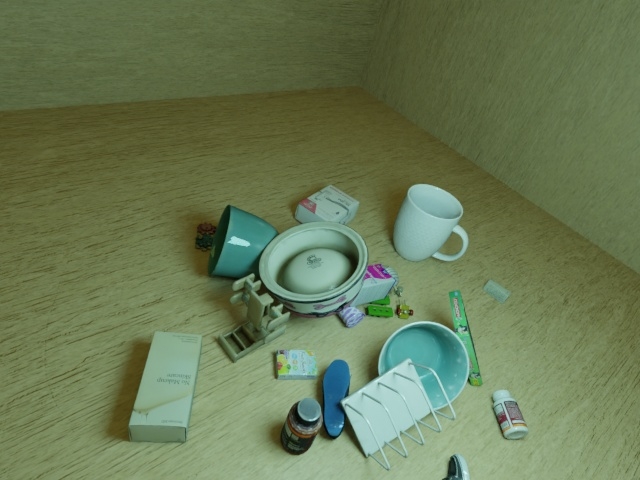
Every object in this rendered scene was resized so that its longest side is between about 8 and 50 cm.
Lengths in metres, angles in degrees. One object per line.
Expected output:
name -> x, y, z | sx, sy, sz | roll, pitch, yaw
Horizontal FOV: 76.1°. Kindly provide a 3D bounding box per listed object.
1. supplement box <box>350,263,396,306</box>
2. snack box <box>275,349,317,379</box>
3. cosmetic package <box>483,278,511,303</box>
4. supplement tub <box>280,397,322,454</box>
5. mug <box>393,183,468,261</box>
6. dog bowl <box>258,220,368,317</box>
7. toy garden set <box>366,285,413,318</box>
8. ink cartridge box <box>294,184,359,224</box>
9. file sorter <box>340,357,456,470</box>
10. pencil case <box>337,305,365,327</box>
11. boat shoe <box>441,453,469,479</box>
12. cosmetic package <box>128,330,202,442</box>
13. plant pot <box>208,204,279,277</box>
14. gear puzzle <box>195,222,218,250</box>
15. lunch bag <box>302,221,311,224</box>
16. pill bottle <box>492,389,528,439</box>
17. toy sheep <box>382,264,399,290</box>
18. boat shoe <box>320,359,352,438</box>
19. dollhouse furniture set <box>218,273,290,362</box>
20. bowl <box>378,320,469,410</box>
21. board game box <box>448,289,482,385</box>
supplement box -> 0.188, 0.182, 1.692 | 0.220, 0.114, 0.111 | -7, 43, -41
snack box -> -0.087, 0.441, 1.457 | 0.141, 0.037, 0.100 | 5, 42, -14
cosmetic package -> 0.862, 0.247, 2.000 | 0.041, 0.060, 0.115 | -26, 57, -41
supplement tub -> -0.053, 0.549, 1.220 | 0.105, 0.198, 0.106 | 11, 40, -9
mug -> 0.540, -0.042, 2.006 | 0.374, 0.328, 0.276 | 32, 42, 16
dog bowl -> -0.017, 0.114, 1.540 | 0.407, 0.150, 0.408 | -7, 43, 6
toy garden set -> 0.288, 0.248, 1.807 | 0.203, 0.049, 0.244 | 7, 40, -9
ink cartridge box -> 0.038, -0.156, 2.123 | 0.207, 0.117, 0.283 | 34, 43, 19
file sorter -> 0.245, 0.528, 1.261 | 0.277, 0.173, 0.193 | -25, 92, -21
pencil case -> 0.091, 0.260, 1.687 | 0.088, 0.086, 0.206 | -29, 56, -14
boat shoe -> 0.400, 0.762, 1.239 | 0.076, 0.080, 0.229 | 17, 47, -2
cosmetic package -> -0.467, 0.444, 1.263 | 0.160, 0.113, 0.310 | 7, 40, -13
plant pot -> -0.304, 0.026, 1.678 | 0.235, 0.293, 0.293 | 16, 38, -22
gear puzzle -> -0.393, -0.015, 1.865 | 0.338, 0.044, 0.176 | 5, 41, -14
lunch bag -> -0.017, 0.039, 1.887 | 0.223, 0.108, 0.279 | 15, 40, -2
pill bottle -> 0.680, 0.626, 1.478 | 0.086, 0.086, 0.152 | 8, 41, -10
toy sheep -> 0.302, 0.166, 1.803 | 0.091, 0.091, 0.132 | -7, 59, -26
boat shoe -> 0.043, 0.528, 1.371 | 0.108, 0.089, 0.258 | 8, 44, 10
dollhouse furniture set -> -0.251, 0.283, 1.420 | 0.161, 0.242, 0.212 | -24, 54, -38
bowl -> 0.349, 0.427, 1.467 | 0.311, 0.312, 0.163 | 16, 1, -2
board game box -> 0.557, 0.376, 1.569 | 0.046, 0.317, 0.214 | -13, 36, 19
